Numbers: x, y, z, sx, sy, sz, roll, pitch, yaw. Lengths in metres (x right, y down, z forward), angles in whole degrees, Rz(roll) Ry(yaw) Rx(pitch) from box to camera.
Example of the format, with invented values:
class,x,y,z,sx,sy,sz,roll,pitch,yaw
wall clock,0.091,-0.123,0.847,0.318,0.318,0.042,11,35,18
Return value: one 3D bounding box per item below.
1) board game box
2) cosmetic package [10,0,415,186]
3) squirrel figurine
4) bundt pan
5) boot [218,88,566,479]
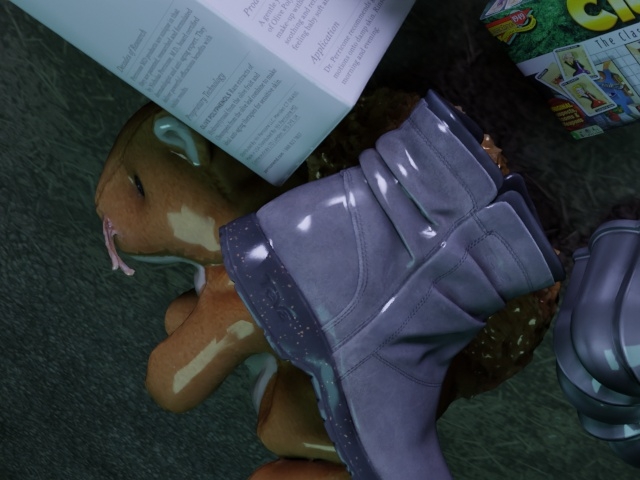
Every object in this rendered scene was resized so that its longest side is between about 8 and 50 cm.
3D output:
class,x,y,z,sx,sy,sz,roll,pitch,yaw
board game box,0.249,-0.152,1.010,0.260,0.030,0.136,-14,124,50
cosmetic package,-0.112,-0.236,1.039,0.365,0.197,0.155,35,149,-7
squirrel figurine,0.000,0.000,1.259,0.397,0.281,0.370,-30,95,23
bundt pan,0.340,0.126,1.188,0.331,0.124,0.331,26,154,14
boot,0.094,0.074,1.067,0.338,0.223,0.118,59,-176,-24
